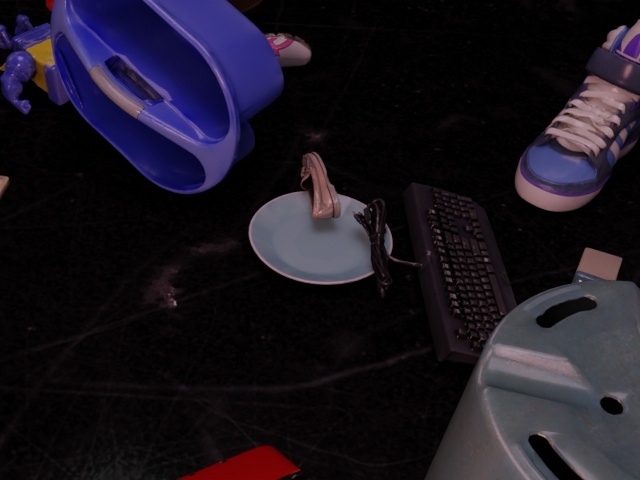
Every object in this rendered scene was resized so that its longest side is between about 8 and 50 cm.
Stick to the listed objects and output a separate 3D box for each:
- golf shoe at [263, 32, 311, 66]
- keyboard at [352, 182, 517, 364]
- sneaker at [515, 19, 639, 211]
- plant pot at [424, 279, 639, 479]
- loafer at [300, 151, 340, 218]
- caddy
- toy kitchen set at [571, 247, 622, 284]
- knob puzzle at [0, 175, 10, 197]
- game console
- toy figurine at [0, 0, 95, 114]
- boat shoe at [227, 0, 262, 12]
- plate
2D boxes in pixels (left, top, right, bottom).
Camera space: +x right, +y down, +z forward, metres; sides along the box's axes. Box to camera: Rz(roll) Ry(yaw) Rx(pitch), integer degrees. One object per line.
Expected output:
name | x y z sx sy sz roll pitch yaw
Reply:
golf shoe | -0.104 -0.300 1.486 0.186 0.067 0.086 -1 72 -16
keyboard | 0.147 0.029 1.122 0.201 0.033 0.317 9 38 -13
sneaker | 0.407 -0.205 1.301 0.130 0.236 0.323 31 45 26
plant pot | 0.212 0.232 0.679 0.341 0.334 0.341 5 39 -4
loafer | -0.008 -0.076 1.201 0.039 0.045 0.125 -12 45 -13
caddy | -0.220 -0.220 1.204 0.341 0.241 0.179 42 41 12
toy kitchen set | 0.351 0.129 0.950 0.207 0.166 0.122 19 41 15
knob puzzle | -0.515 -0.041 1.131 0.213 0.030 0.213 4 40 -4
game console | -0.078 0.269 0.841 0.144 0.085 0.124 -17 77 -25
toy figurine | -0.420 -0.286 1.325 0.217 0.191 0.362 33 47 21
boat shoe | -0.225 -0.400 1.553 0.307 0.110 0.104 -19 49 -14
plate | 0.000 0.000 1.163 0.188 0.024 0.188 4 40 -3
